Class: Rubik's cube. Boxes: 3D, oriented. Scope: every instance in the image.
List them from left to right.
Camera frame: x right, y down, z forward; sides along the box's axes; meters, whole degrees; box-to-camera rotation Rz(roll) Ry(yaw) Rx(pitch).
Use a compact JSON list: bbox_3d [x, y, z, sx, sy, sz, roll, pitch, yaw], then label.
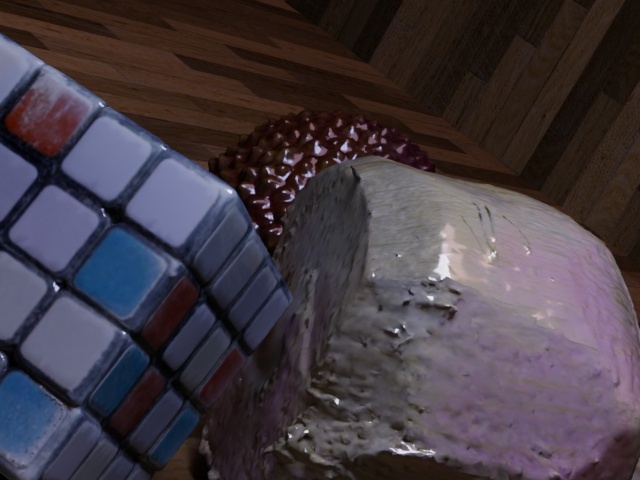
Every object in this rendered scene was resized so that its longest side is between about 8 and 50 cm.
[{"bbox_3d":[-0.206,0.038,1.145,0.256,0.253,0.259,34,-10,17],"label":"Rubik's cube"}]

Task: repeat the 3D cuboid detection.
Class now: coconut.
[{"bbox_3d":[0.117,0.132,1.333,0.405,0.404,0.404,27,17,-9],"label":"coconut"}]

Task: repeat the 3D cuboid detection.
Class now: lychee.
[{"bbox_3d":[0.000,0.000,1.655,0.306,0.306,0.330,36,22,20],"label":"lychee"}]

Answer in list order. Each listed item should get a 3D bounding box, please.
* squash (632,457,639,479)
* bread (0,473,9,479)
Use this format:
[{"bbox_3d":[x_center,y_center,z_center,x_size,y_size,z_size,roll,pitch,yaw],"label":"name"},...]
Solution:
[{"bbox_3d":[0.406,0.269,1.641,0.310,0.310,0.309,35,4,18],"label":"squash"},{"bbox_3d":[-0.274,0.205,0.979,0.207,0.056,0.286,38,11,-21],"label":"bread"}]
